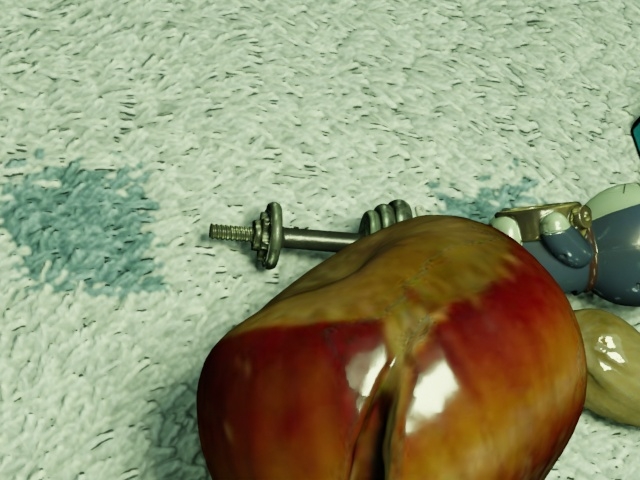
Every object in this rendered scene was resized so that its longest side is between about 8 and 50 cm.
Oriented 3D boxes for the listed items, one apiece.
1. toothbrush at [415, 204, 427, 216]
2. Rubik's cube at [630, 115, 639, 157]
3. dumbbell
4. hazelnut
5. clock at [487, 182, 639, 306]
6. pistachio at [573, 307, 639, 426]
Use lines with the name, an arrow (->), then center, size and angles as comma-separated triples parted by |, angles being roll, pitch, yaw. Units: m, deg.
toothbrush -> 0.146, 0.028, 1.765 | 0.014, 0.017, 0.162 | -9, 63, -28
Rubik's cube -> 0.516, -0.120, 1.881 | 0.163, 0.162, 0.161 | -4, 65, -22
dumbbell -> 0.000, 0.000, 1.683 | 0.254, 0.110, 0.110 | 5, 62, -9
hazelnut -> 0.082, 0.161, 1.483 | 0.359, 0.359, 0.409 | 45, 59, 7
clock -> 0.319, 0.009, 1.733 | 0.243, 0.199, 0.147 | -5, 87, -1
pistachio -> 0.344, 0.152, 1.722 | 0.185, 0.126, 0.108 | 39, 101, -1
